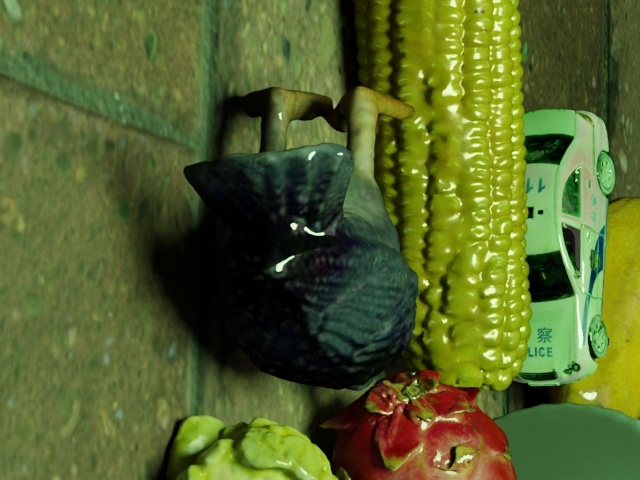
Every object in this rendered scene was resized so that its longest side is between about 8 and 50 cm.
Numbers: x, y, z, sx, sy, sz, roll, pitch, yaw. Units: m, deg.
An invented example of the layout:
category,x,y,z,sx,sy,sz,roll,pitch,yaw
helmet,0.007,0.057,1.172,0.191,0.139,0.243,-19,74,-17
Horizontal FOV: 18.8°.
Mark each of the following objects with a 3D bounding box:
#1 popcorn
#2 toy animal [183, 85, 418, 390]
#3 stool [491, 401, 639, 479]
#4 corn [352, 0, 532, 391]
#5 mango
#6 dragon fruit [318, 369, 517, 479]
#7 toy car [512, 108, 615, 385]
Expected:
category,x,y,z,sx,sy,sz,roll,pitch,yaw
popcorn,-0.036,0.148,1.109,0.089,0.109,0.097,-106,-143,-62
toy animal,0.000,0.000,1.152,0.298,0.122,0.185,11,83,-81
stool,0.219,0.299,1.401,0.330,0.297,0.297,46,48,-47
corn,0.087,-0.074,1.341,0.120,0.120,0.363,-13,97,-63
mango,0.241,0.070,1.655,0.157,0.109,0.262,77,32,-41
dragon fruit,0.069,0.164,1.270,0.166,0.136,0.133,55,-8,-10
toy car,0.179,0.003,1.552,0.076,0.090,0.224,24,67,-57
